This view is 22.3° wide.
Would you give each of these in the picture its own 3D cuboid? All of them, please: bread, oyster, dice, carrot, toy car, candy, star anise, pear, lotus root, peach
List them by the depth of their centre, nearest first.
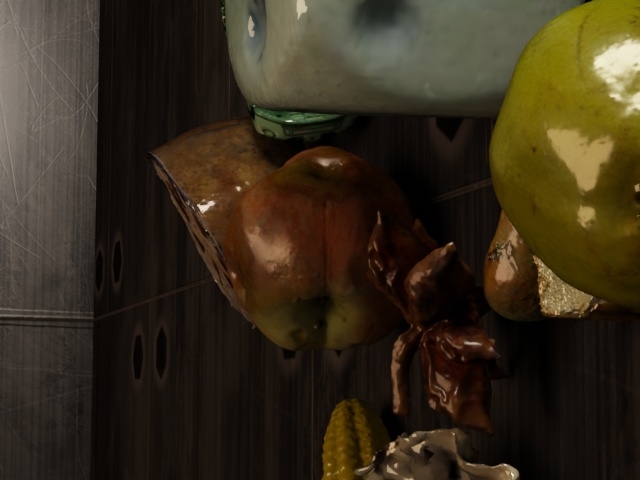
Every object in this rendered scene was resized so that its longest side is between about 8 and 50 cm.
[{"bbox_3d":[0.216,-0.060,1.074,0.269,0.212,0.212,-81,0,-69],"label":"pear"},{"bbox_3d":[0.216,0.025,1.266,0.083,0.070,0.077,-6,82,59],"label":"bread"},{"bbox_3d":[0.198,-0.075,1.367,0.078,0.078,0.298,-135,55,-66],"label":"carrot"},{"bbox_3d":[0.105,0.063,1.454,0.212,0.111,0.196,-86,-18,-53],"label":"star anise"},{"bbox_3d":[0.068,-0.241,1.456,0.264,0.268,0.262,-167,80,-71],"label":"dice"},{"bbox_3d":[0.116,0.307,1.510,0.351,0.115,0.238,107,149,-50],"label":"oyster"},{"bbox_3d":[0.000,0.000,1.743,0.235,0.214,0.214,-97,19,-47],"label":"peach"},{"bbox_3d":[0.046,0.251,1.749,0.199,0.094,0.106,-96,-18,-46],"label":"candy"},{"bbox_3d":[-0.039,-0.214,2.013,0.125,0.136,0.306,91,166,-45],"label":"toy car"},{"bbox_3d":[-0.084,-0.037,2.034,0.272,0.192,0.272,54,163,25],"label":"lotus root"}]
